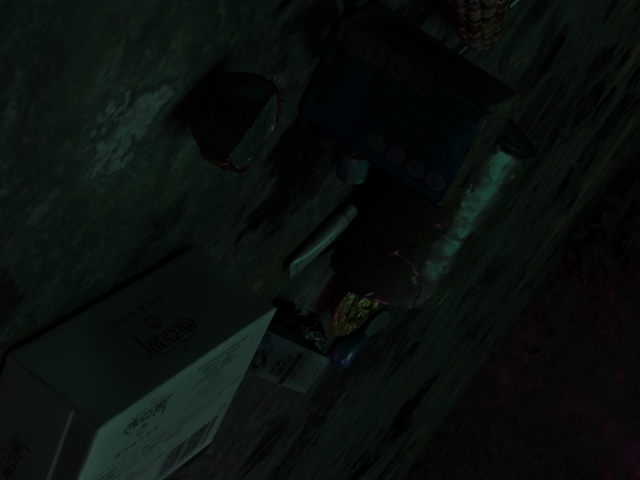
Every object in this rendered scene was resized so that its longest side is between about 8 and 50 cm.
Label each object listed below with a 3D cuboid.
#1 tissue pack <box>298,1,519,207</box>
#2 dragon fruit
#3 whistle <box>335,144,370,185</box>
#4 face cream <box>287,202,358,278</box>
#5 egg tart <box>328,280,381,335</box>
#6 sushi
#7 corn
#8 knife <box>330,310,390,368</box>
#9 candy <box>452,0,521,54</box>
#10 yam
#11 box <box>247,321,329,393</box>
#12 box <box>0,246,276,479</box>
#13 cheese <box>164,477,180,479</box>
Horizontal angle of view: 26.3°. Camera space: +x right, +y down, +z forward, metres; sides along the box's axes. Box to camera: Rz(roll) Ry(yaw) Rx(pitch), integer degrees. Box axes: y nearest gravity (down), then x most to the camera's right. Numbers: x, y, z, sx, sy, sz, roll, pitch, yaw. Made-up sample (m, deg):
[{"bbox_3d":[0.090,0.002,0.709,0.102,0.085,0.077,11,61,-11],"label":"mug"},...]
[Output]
[{"bbox_3d":[0.082,-0.127,1.267,0.082,0.169,0.120,-37,158,-53],"label":"tissue pack"},{"bbox_3d":[-0.073,-0.094,1.084,0.083,0.060,0.056,-60,168,-13],"label":"dragon fruit"},{"bbox_3d":[0.046,-0.124,1.412,0.039,0.039,0.186,-44,163,-29],"label":"whistle"},{"bbox_3d":[0.000,0.000,1.590,0.115,0.020,0.038,-43,163,-21],"label":"face cream"},{"bbox_3d":[0.048,0.067,1.830,0.129,0.049,0.129,-43,157,-23],"label":"egg tart"},{"bbox_3d":[-0.034,0.121,1.638,0.083,0.056,0.085,29,94,-39],"label":"sushi"},{"bbox_3d":[0.164,-0.259,1.393,0.079,0.079,0.237,-51,167,-6],"label":"corn"},{"bbox_3d":[0.074,0.143,2.123,0.244,0.032,0.058,-31,146,-64],"label":"knife"},{"bbox_3d":[0.194,-0.246,1.532,0.287,0.084,0.078,-44,169,-3],"label":"candy"},{"bbox_3d":[0.137,-0.049,1.633,0.268,0.161,0.161,-61,163,22],"label":"yam"},{"bbox_3d":[-0.064,0.119,1.515,0.055,0.039,0.218,-53,148,5],"label":"box"},{"bbox_3d":[-0.176,0.145,1.222,0.260,0.111,0.194,-29,152,-51],"label":"box"},{"bbox_3d":[-0.240,0.417,1.616,0.316,0.128,0.260,-48,162,-24],"label":"cheese"}]
